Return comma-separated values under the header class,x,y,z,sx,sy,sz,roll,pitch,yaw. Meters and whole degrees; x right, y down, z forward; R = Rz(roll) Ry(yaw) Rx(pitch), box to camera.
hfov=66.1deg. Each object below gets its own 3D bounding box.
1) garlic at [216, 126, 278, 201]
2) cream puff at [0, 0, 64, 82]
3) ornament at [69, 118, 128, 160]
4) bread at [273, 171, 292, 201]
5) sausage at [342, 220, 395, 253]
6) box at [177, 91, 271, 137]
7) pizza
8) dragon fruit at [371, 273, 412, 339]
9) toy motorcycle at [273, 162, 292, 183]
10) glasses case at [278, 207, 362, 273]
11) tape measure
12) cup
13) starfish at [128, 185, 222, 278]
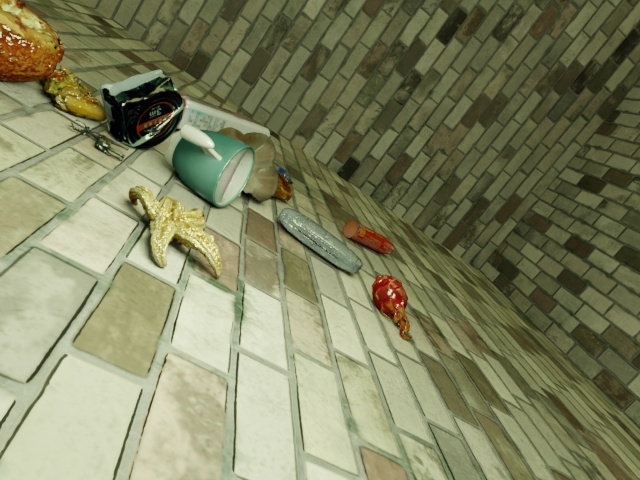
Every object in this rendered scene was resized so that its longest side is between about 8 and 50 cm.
class,x,y,z,sx,sy,sz,roll,pitch,yaw
garlic,-0.239,-0.221,1.429,0.238,0.210,0.292,2,12,-7
cream puff,-0.660,-0.422,1.007,0.240,0.164,0.240,48,14,-16
ornament,-0.473,-0.214,1.045,0.125,0.028,0.073,33,13,-22
bread,-0.179,-0.200,1.666,0.193,0.064,0.193,37,18,-14
sausage,0.201,-0.001,1.909,0.274,0.074,0.074,25,17,-41
box,-0.360,-0.405,1.692,0.370,0.112,0.190,10,22,-48
pizza,-0.587,-0.358,1.168,0.147,0.069,0.226,19,22,-46
dragon fruit,0.193,0.177,1.288,0.094,0.094,0.190,20,42,-50
toy motorcycle,-0.196,-0.270,1.845,0.205,0.076,0.114,30,6,-18
glasses case,0.000,0.000,1.408,0.282,0.067,0.109,34,16,-2
tape measure,-0.422,-0.310,1.175,0.107,0.181,0.182,42,51,12
cup,-0.274,-0.192,1.190,0.173,0.167,0.299,30,-14,13
starfish,-0.254,-0.023,0.868,0.216,0.071,0.238,28,21,-9
